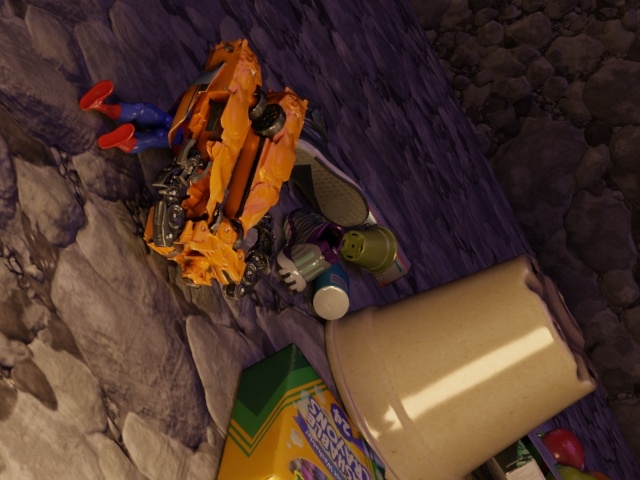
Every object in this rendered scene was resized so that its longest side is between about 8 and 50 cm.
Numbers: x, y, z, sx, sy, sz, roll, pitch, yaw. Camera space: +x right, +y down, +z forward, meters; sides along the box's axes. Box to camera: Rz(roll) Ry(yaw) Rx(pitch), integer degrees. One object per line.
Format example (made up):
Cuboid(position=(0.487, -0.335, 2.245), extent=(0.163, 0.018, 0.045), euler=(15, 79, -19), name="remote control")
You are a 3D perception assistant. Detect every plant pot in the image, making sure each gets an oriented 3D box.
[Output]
Cuboid(position=(0.074, 0.013, 2.111), extent=(0.079, 0.083, 0.083), euler=(8, 53, -55), name="plant pot")
Cuboid(position=(0.222, 0.181, 1.839), extent=(0.334, 0.305, 0.334), euler=(52, 18, -25), name="plant pot")

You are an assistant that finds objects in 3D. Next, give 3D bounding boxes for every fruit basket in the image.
Cuboid(position=(0.493, 0.485, 2.500), extent=(0.353, 0.165, 0.327), euler=(52, 9, 30), name="fruit basket")

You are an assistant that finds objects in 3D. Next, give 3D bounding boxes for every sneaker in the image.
Cuboid(position=(0.000, 0.000, 1.848), extent=(0.083, 0.098, 0.223), euler=(55, 17, -19), name="sneaker")
Cuboid(position=(0.004, -0.137, 2.116), extent=(0.226, 0.086, 0.163), euler=(47, 24, -36), name="sneaker")

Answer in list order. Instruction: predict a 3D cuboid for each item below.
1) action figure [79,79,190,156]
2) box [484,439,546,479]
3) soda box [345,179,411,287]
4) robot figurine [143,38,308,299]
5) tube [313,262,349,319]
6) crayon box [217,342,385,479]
Cuboid(position=(-0.166, -0.154, 1.557), extent=(0.091, 0.139, 0.280), euler=(65, 14, 10), name="action figure")
Cuboid(position=(0.311, 0.373, 2.037), extent=(0.232, 0.058, 0.322), euler=(62, -3, -23), name="box")
Cuboid(position=(0.089, -0.012, 2.212), extent=(0.183, 0.058, 0.063), euler=(59, 16, -6), name="soda box")
Cuboid(position=(-0.113, -0.076, 1.477), extent=(0.211, 0.085, 0.291), euler=(41, 60, -44), name="robot figurine")
Cuboid(position=(0.019, 0.060, 1.904), extent=(0.080, 0.052, 0.207), euler=(61, 10, -13), name="tube")
Cuboid(position=(-0.016, 0.278, 1.355), extent=(0.203, 0.083, 0.323), euler=(55, 17, -19), name="crayon box")
